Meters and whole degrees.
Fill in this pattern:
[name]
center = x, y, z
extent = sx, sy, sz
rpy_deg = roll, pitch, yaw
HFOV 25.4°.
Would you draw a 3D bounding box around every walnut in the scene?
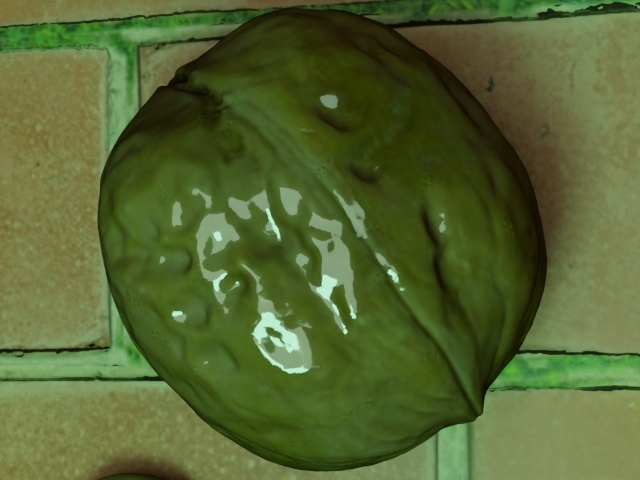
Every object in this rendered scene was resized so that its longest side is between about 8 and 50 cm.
[walnut]
center = 0.000, 0.000, 1.205
extent = 0.354, 0.308, 0.398
rpy_deg = -37, 77, 0

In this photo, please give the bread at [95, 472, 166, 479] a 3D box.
[bread]
center = -0.188, 0.332, 1.357
extent = 0.213, 0.105, 0.213
rpy_deg = 0, 89, 13
